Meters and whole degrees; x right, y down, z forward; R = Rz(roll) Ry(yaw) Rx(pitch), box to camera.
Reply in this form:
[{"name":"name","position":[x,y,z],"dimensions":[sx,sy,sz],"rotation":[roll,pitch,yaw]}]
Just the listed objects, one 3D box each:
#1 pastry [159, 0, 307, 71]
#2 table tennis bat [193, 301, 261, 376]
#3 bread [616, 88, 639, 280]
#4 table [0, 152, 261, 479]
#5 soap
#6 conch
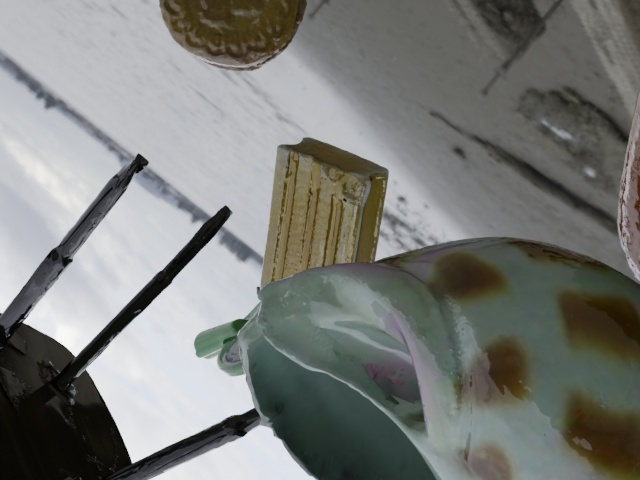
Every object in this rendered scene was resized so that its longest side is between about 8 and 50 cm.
[{"name":"pastry","position":[-0.138,-0.387,1.423],"dimensions":[0.240,0.235,0.132],"rotation":[34,-179,1]},{"name":"table tennis bat","position":[-0.084,0.107,1.097],"dimensions":[0.039,0.160,0.257],"rotation":[46,144,-14]},{"name":"bread","position":[0.289,-0.075,0.578],"dimensions":[0.156,0.204,0.288],"rotation":[21,128,30]},{"name":"table","position":[-0.174,0.078,0.793],"dimensions":[0.317,0.249,0.317],"rotation":[50,-177,-4]},{"name":"soap","position":[0.000,0.000,1.360],"dimensions":[0.173,0.274,0.089],"rotation":[26,-149,33]},{"name":"conch","position":[0.135,0.128,0.573],"dimensions":[0.368,0.249,0.197],"rotation":[49,-138,6]}]
